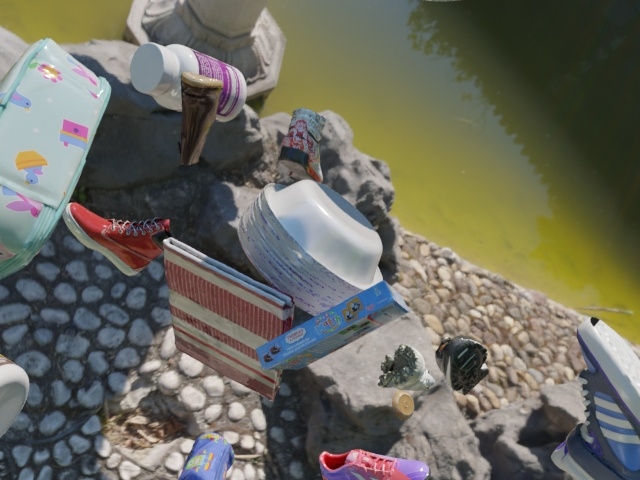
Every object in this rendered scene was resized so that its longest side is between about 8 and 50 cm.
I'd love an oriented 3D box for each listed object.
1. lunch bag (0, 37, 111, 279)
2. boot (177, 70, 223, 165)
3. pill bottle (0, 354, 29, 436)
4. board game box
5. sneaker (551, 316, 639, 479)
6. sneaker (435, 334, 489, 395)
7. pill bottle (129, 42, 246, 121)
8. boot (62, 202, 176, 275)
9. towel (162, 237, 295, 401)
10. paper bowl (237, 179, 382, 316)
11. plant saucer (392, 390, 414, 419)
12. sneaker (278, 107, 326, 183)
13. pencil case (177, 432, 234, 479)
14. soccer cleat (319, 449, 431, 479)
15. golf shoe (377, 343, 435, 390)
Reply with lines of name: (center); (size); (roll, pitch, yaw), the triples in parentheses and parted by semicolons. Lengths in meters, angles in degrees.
lunch bag: (-0.366, -0.090, 0.630); (0.108, 0.224, 0.279); (32, 51, -36)
boot: (-0.285, -0.272, 1.218); (0.090, 0.248, 0.207); (13, 100, -7)
pill bottle: (-0.451, 0.146, 0.591); (0.215, 0.117, 0.117); (27, 57, 8)
board game box: (0.026, 0.136, 0.808); (0.211, 0.160, 0.039); (-30, 71, 8)
sneaker: (0.501, 0.332, 0.976); (0.130, 0.236, 0.323); (-9, 64, -51)
sneaker: (0.280, 0.248, 1.102); (0.100, 0.271, 0.108); (-43, 61, -5)
pill bottle: (-0.354, -0.429, 1.432); (0.301, 0.169, 0.169); (-1, 68, -60)
boot: (-0.463, -0.035, 1.256); (0.244, 0.176, 0.088); (48, 17, -41)
towel: (-0.165, 0.149, 0.933); (0.237, 0.329, 0.037); (25, 49, 11)
paper bowl: (0.000, 0.000, 0.976); (0.284, 0.148, 0.284); (36, 18, -14)
plant saucer: (0.245, 0.479, 1.543); (0.083, 0.015, 0.083); (16, 61, -30)
sneaker: (-0.028, -0.223, 1.282); (0.090, 0.270, 0.145); (17, 85, 10)
pencil case: (-0.286, 0.600, 1.276); (0.133, 0.306, 0.119); (-29, 104, 9)
soccer cleat: (0.132, 0.601, 1.380); (0.108, 0.318, 0.116); (-33, 99, -55)
golf shoe: (0.157, 0.218, 0.884); (0.086, 0.176, 0.069); (15, 72, -2)
